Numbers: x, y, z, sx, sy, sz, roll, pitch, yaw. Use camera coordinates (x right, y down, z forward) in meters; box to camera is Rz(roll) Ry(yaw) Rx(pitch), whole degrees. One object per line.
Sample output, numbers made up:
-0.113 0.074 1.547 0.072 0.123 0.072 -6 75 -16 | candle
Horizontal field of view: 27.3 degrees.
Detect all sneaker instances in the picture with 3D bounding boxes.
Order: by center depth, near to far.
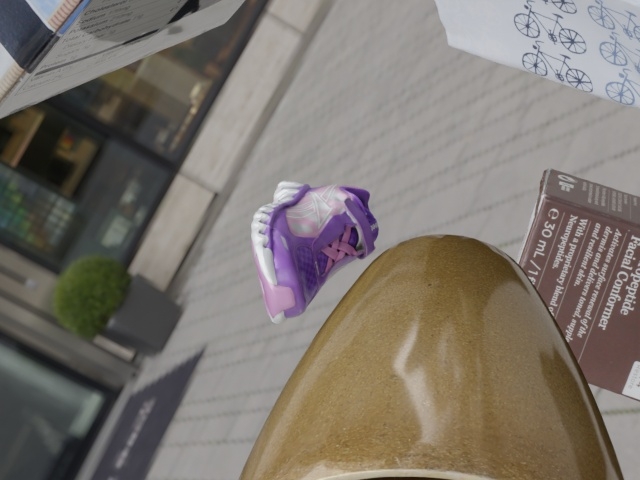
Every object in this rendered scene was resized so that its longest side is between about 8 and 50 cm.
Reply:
0.000 0.000 1.230 0.236 0.104 0.095 -68 -28 -68 | sneaker

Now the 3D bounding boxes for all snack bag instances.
0.194 -0.269 1.231 0.323 0.342 0.037 29 68 38 | snack bag

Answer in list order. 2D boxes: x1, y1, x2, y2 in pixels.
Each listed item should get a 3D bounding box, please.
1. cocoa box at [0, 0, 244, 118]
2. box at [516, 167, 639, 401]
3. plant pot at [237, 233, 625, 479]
-0.164 -0.291 0.746 0.228 0.347 0.231 -37 -1 44 | cocoa box
0.392 0.079 1.419 0.143 0.381 0.191 -54 -19 -70 | box
0.066 0.119 0.772 0.237 0.237 0.254 -51 19 36 | plant pot
